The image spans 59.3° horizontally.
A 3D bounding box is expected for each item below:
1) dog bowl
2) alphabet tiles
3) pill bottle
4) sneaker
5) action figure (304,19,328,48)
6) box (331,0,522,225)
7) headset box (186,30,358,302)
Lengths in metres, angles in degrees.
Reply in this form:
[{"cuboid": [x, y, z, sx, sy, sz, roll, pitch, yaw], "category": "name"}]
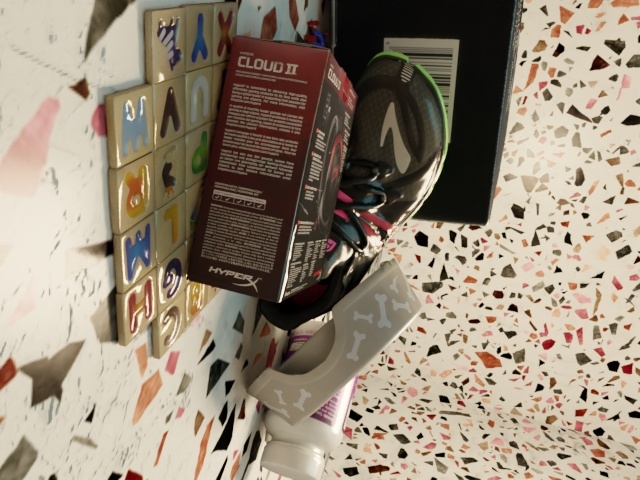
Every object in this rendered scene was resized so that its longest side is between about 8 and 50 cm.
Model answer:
[{"cuboid": [0.034, 0.184, 0.987, 0.349, 0.102, 0.349, -41, 170, -9], "category": "dog bowl"}, {"cuboid": [-0.129, -0.062, 0.584, 0.285, 0.011, 0.342, -57, 157, -61], "category": "alphabet tiles"}, {"cuboid": [-0.020, 0.336, 1.177, 0.169, 0.169, 0.301, 86, 20, -56], "category": "pill bottle"}, {"cuboid": [0.042, -0.042, 0.857, 0.202, 0.185, 0.482, -42, 158, -59], "category": "sneaker"}, {"cuboid": [0.000, -0.316, 0.906, 0.115, 0.030, 0.038, -2, 100, -81], "category": "action figure"}, {"cuboid": [0.225, -0.343, 1.090, 0.471, 0.298, 0.479, -54, 148, -59], "category": "box"}, {"cuboid": [-0.041, -0.091, 0.672, 0.218, 0.110, 0.293, -12, 114, -78], "category": "headset box"}]
